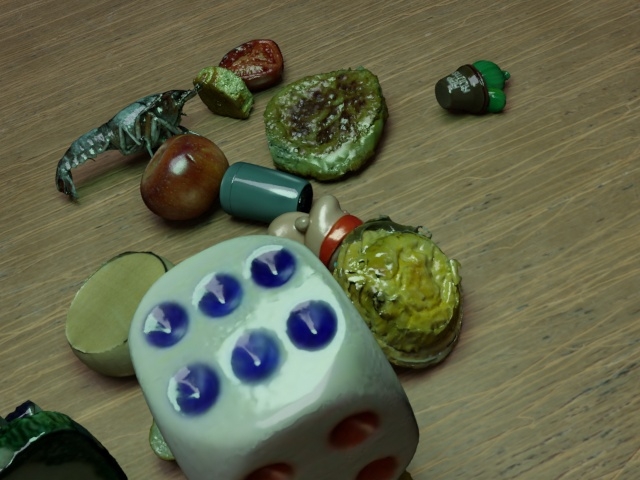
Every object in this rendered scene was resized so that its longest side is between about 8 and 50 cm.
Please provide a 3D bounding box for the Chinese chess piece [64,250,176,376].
[{"bbox_3d":[-0.367,0.137,1.292,0.250,0.103,0.250,-16,46,16],"label":"Chinese chess piece"}]

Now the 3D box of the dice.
[{"bbox_3d":[-0.061,0.193,0.899,0.277,0.304,0.304,-28,48,-7],"label":"dice"}]

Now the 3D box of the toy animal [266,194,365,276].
[{"bbox_3d":[0.000,0.000,1.320,0.197,0.171,0.171,-3,51,12],"label":"toy animal"}]

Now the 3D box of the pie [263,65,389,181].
[{"bbox_3d":[0.016,-0.288,1.580,0.288,0.103,0.355,-10,52,11],"label":"pie"}]

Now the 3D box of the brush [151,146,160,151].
[{"bbox_3d":[-0.351,-0.216,1.652,0.193,0.016,0.063,17,57,23],"label":"brush"}]

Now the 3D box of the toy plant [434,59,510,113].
[{"bbox_3d":[0.369,-0.354,1.563,0.200,0.105,0.143,-16,58,-17],"label":"toy plant"}]

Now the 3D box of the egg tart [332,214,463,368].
[{"bbox_3d":[0.155,0.076,1.186,0.291,0.107,0.291,10,66,-23],"label":"egg tart"}]

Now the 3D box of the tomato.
[{"bbox_3d":[-0.181,-0.443,1.755,0.174,0.082,0.166,-16,51,-5],"label":"tomato"}]

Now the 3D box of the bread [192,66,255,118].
[{"bbox_3d":[-0.236,-0.366,1.671,0.128,0.140,0.069,13,64,27],"label":"bread"}]

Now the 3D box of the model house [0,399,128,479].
[{"bbox_3d":[-0.506,0.349,1.051,0.284,0.298,0.243,27,61,29],"label":"model house"}]

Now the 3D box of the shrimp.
[{"bbox_3d":[-0.443,-0.239,1.590,0.410,0.166,0.221,-22,23,-7],"label":"shrimp"}]

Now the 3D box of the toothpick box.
[{"bbox_3d":[-0.111,-0.096,1.443,0.184,0.120,0.120,14,56,17],"label":"toothpick box"}]

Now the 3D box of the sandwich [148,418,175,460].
[{"bbox_3d":[-0.175,0.291,1.138,0.214,0.065,0.186,9,81,16],"label":"sandwich"}]

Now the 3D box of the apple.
[{"bbox_3d":[-0.292,-0.134,1.472,0.201,0.162,0.201,-40,32,33],"label":"apple"}]

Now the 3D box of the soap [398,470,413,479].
[{"bbox_3d":[-0.012,0.422,0.991,0.259,0.143,0.281,30,65,18],"label":"soap"}]
